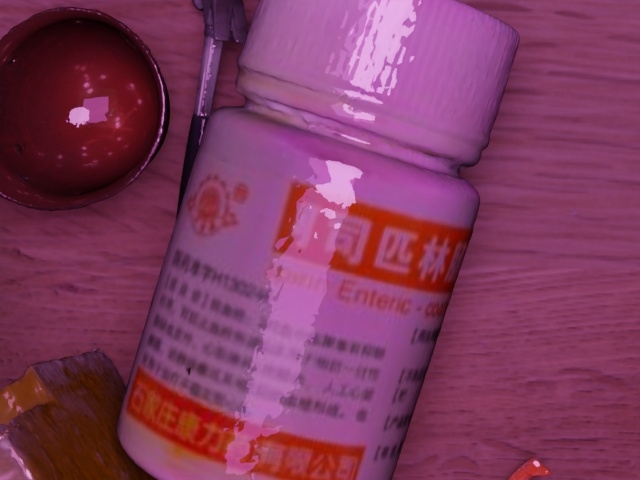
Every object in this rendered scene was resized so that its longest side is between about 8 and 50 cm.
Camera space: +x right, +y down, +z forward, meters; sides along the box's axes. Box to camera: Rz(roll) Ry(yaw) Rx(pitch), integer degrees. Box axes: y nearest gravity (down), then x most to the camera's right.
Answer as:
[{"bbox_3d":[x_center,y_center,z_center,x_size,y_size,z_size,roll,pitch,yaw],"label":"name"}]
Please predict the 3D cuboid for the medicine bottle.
[{"bbox_3d":[0.000,0.000,0.911,0.219,0.219,0.389,18,94,5],"label":"medicine bottle"}]

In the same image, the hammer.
[{"bbox_3d":[-0.098,-0.086,0.988,0.029,0.103,0.247,6,103,-20],"label":"hammer"}]

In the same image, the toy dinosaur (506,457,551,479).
[{"bbox_3d":[0.162,0.319,0.992,0.101,0.055,0.280,22,99,27],"label":"toy dinosaur"}]

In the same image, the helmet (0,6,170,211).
[{"bbox_3d":[-0.194,-0.101,0.981,0.175,0.106,0.155,-34,87,9],"label":"helmet"}]

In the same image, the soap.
[{"bbox_3d":[-0.292,0.251,0.915,0.338,0.304,0.169,-38,85,7],"label":"soap"}]
